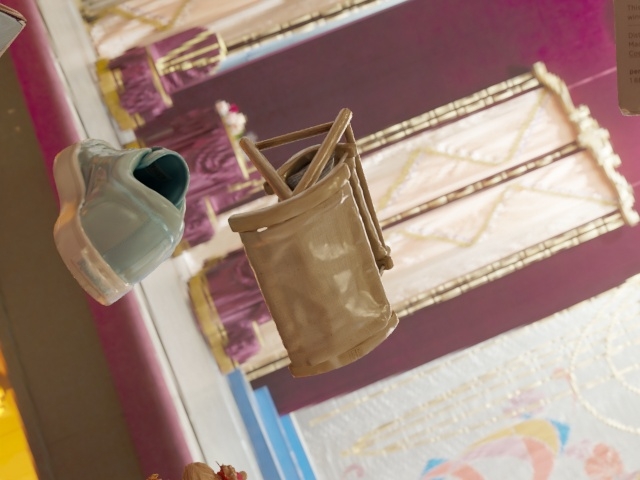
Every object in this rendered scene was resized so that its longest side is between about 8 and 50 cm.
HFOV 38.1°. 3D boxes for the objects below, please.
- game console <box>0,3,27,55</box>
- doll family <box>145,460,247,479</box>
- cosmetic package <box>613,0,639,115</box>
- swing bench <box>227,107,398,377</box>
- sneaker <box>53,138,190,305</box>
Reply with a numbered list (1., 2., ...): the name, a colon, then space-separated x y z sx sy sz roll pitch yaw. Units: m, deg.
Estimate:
1. game console: -0.470 -0.402 1.443 0.044 0.361 0.213 39 5 -5
2. doll family: -0.182 0.349 1.023 0.163 0.263 0.118 61 -11 -12
3. cosmetic package: 0.652 -0.370 1.300 0.329 0.393 0.327 7 -69 47
4. swing bench: 0.000 0.000 1.253 0.255 0.165 0.253 -92 165 -58
5. sneaker: -0.217 -0.052 1.087 0.135 0.150 0.366 57 1 -30
